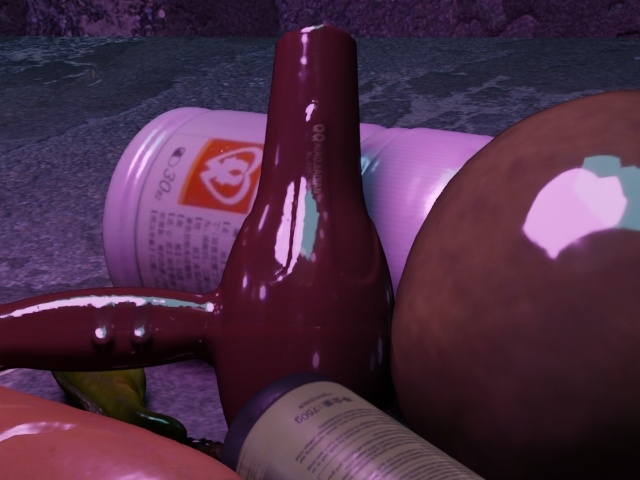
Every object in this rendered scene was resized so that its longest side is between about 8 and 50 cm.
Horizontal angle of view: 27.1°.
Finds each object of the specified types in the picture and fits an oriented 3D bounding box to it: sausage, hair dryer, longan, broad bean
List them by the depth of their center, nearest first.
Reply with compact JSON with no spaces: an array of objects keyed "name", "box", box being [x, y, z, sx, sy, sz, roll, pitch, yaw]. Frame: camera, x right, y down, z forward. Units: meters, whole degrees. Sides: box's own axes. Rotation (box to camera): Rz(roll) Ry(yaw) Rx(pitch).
[{"name":"sausage","box":[-0.174,0.153,0.789,0.304,0.121,0.121,11,23,36]},{"name":"longan","box":[0.187,0.050,0.810,0.297,0.297,0.297,-3,18,1]},{"name":"hair dryer","box":[-0.121,0.012,0.900,0.340,0.312,0.123,-2,-10,-6]},{"name":"broad bean","box":[-0.154,0.109,1.037,0.098,0.056,0.318,1,19,-38]}]

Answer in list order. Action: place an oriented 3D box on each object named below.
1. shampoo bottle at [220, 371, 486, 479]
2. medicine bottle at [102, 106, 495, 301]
[{"name":"shampoo bottle","box":[0.059,0.168,0.714,0.101,0.101,0.284,-17,29,-34]},{"name":"medicine bottle","box":[0.000,0.000,1.089,0.316,0.202,0.202,8,22,34]}]
